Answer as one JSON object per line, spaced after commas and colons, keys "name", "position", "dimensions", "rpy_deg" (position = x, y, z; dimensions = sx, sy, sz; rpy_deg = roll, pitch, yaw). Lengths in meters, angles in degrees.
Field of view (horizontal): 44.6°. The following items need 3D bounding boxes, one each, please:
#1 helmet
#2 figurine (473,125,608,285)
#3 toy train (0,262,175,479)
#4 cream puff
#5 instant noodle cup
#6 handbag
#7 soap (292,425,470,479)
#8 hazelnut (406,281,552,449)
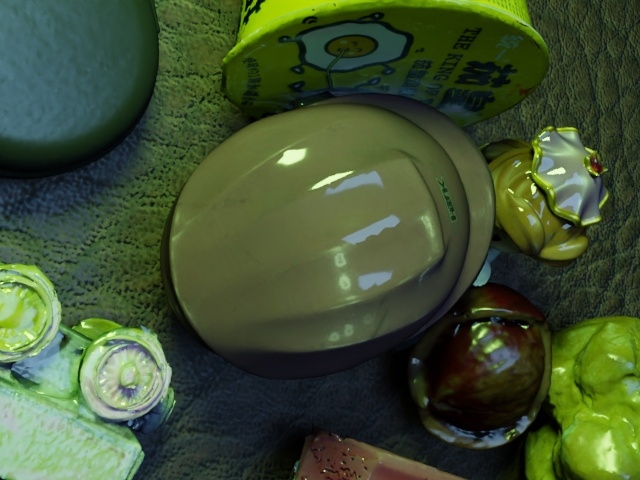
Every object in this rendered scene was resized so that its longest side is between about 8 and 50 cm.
{"name": "helmet", "position": [0.000, 0.000, 0.734], "dimensions": [0.338, 0.197, 0.271], "rpy_deg": [-17, 95, 13]}
{"name": "figurine", "position": [0.205, -0.039, 0.888], "dimensions": [0.142, 0.263, 0.190], "rpy_deg": [20, 73, -28]}
{"name": "toy train", "position": [-0.255, 0.127, 0.685], "dimensions": [0.261, 0.134, 0.177], "rpy_deg": [35, 71, -24]}
{"name": "cream puff", "position": [0.385, 0.256, 1.016], "dimensions": [0.323, 0.270, 0.274], "rpy_deg": [24, 110, -37]}
{"name": "instant noodle cup", "position": [0.059, -0.274, 0.805], "dimensions": [0.325, 0.325, 0.254], "rpy_deg": [6, 76, -30]}
{"name": "handbag", "position": [-0.266, -0.209, 0.696], "dimensions": [0.253, 0.093, 0.308], "rpy_deg": [-20, 107, -30]}
{"name": "soap", "position": [0.080, 0.287, 0.856], "dimensions": [0.250, 0.162, 0.099], "rpy_deg": [26, 75, -28]}
{"name": "hazelnut", "position": [0.192, 0.149, 0.924], "dimensions": [0.160, 0.170, 0.202], "rpy_deg": [-35, 112, -73]}
